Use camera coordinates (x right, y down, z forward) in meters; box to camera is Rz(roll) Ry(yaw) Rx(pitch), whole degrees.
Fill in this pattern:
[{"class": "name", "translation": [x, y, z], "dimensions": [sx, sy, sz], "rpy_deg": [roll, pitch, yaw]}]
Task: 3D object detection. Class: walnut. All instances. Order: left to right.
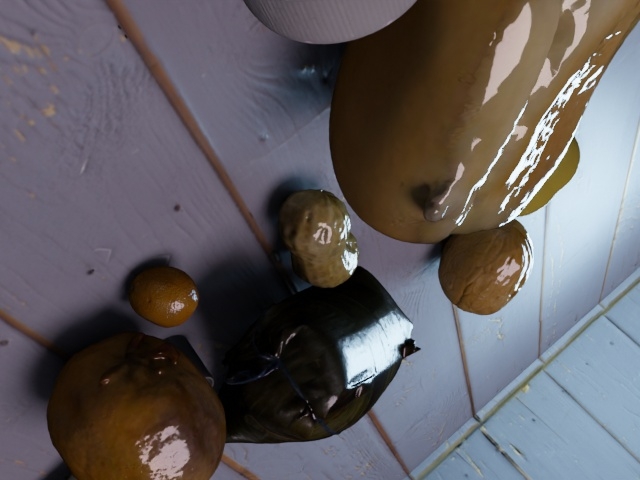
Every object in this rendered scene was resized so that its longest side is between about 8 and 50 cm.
[{"class": "walnut", "translation": [0.300, 0.043, 1.672], "dimensions": [0.165, 0.165, 0.197], "rpy_deg": [-19, 153, -41]}]

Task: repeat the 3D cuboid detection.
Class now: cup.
[{"class": "cup", "translation": [-0.202, 0.194, 1.266], "dimensions": [0.078, 0.077, 0.100], "rpy_deg": [-5, 136, -52]}]

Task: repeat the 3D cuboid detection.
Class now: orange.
[{"class": "orange", "translation": [-0.189, 0.068, 1.100], "dimensions": [0.085, 0.085, 0.085], "rpy_deg": [-34, 153, -20]}]

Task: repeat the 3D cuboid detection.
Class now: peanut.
[{"class": "peanut", "translation": [0.000, 0.000, 1.240], "dimensions": [0.103, 0.098, 0.229], "rpy_deg": [-37, 156, -9]}]

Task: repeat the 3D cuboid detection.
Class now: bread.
[{"class": "bread", "translation": [0.172, -0.212, 0.986], "dimensions": [0.348, 0.253, 0.376], "rpy_deg": [-25, 149, -40]}]

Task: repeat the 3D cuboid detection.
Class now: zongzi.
[{"class": "zongzi", "translation": [-0.093, 0.236, 1.314], "dimensions": [0.432, 0.207, 0.403], "rpy_deg": [-37, 175, 18]}]

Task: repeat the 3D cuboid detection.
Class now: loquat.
[{"class": "loquat", "translation": [-0.224, 0.224, 1.114], "dimensions": [0.193, 0.238, 0.238], "rpy_deg": [-29, 151, -33]}]

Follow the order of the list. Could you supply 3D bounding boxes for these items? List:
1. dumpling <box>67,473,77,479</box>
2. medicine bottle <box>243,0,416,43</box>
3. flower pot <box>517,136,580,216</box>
[{"class": "dumpling", "translation": [-0.307, 0.373, 1.333], "dimensions": [0.250, 0.132, 0.162], "rpy_deg": [-32, 165, 11]}, {"class": "medicine bottle", "translation": [-0.025, -0.299, 0.624], "dimensions": [0.208, 0.208, 0.339], "rpy_deg": [-42, 154, -4]}, {"class": "flower pot", "translation": [0.248, -0.153, 1.282], "dimensions": [0.195, 0.195, 0.179], "rpy_deg": [-46, 143, 4]}]
